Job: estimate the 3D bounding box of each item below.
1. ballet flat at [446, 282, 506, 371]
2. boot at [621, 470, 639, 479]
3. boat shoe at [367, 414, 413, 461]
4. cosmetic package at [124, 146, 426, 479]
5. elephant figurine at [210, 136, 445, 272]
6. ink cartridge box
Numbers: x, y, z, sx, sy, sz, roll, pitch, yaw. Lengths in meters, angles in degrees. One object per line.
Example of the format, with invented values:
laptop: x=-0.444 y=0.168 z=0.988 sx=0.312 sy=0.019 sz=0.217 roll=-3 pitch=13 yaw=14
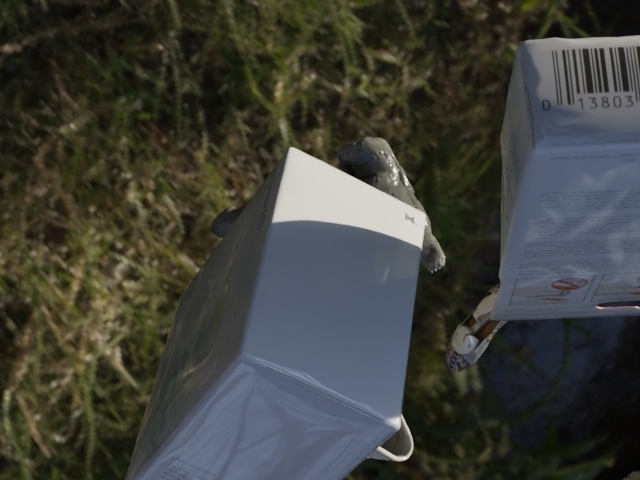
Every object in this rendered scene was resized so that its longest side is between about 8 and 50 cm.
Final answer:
ballet flat: x=0.157 y=0.084 z=1.317 sx=0.114 sy=0.041 sz=0.041 roll=-51 pitch=144 yaw=17
boot: x=0.213 y=0.264 z=0.999 sx=0.178 sy=0.085 sz=0.236 roll=-30 pitch=-177 yaw=-1
boat shoe: x=0.046 y=0.195 z=1.618 sx=0.096 sy=0.088 sz=0.268 roll=-57 pitch=142 yaw=-29
cosmetic package: x=-0.036 y=0.090 z=1.056 sx=0.138 sy=0.224 sz=0.225 roll=27 pitch=133 yaw=-15
elephant figurine: x=0.000 y=0.000 z=1.500 sx=0.239 sy=0.169 sz=0.186 roll=-28 pitch=-178 yaw=6
ink cartridge box: x=0.292 y=-0.035 z=1.025 sx=0.308 sy=0.091 sz=0.385 roll=-3 pitch=160 yaw=1
